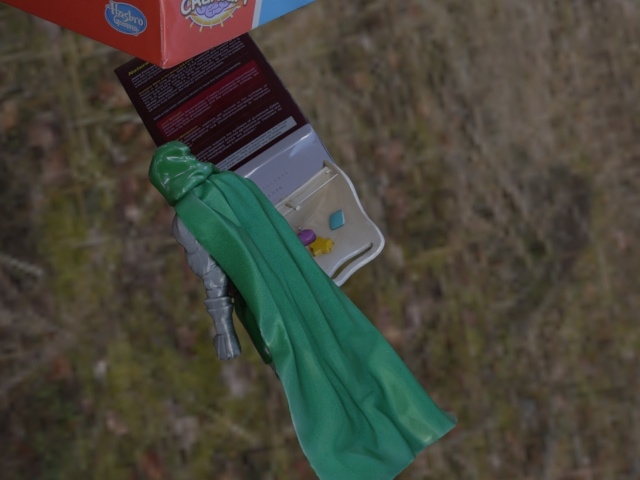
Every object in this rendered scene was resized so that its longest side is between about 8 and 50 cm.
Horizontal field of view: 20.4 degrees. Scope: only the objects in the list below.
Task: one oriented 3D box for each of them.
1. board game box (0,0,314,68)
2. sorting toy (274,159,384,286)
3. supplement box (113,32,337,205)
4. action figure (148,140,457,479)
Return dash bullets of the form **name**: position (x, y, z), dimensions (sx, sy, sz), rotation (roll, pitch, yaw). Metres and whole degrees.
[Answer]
- **board game box**: position (-0.127, -0.221, 1.163), dimensions (0.242, 0.316, 0.064), rotation (-31, 132, -40)
- **sorting toy**: position (0.000, 0.000, 1.135), dimensions (0.083, 0.075, 0.045), rotation (-38, 137, -19)
- **supplement box**: position (-0.088, -0.109, 1.634), dimensions (0.073, 0.130, 0.239), rotation (56, 2, -45)
- **action figure**: position (-0.025, 0.039, 1.026), dimensions (0.232, 0.063, 0.137), rotation (56, 30, 3)
